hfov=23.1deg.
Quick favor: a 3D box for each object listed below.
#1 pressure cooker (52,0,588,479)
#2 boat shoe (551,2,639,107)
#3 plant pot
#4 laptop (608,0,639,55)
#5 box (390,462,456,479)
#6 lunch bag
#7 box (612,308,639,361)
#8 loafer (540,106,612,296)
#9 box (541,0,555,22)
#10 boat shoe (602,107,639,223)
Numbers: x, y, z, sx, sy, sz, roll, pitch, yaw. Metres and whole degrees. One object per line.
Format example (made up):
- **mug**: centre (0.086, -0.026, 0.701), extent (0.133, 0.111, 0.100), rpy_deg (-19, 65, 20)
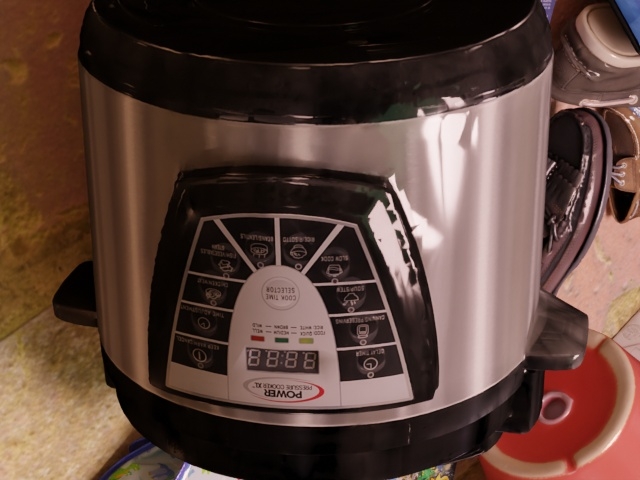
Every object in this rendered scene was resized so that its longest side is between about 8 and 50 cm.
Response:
- **pressure cooker**: centre (0.003, -0.002, 1.248), extent (0.375, 0.370, 0.420), rpy_deg (-17, 121, -31)
- **boat shoe**: centre (0.369, -0.202, 1.715), extent (0.335, 0.112, 0.095), rpy_deg (-6, 151, -40)
- **plant pot**: centre (0.303, 0.242, 1.774), extent (0.275, 0.275, 0.243), rpy_deg (-49, 134, -11)
- **laptop**: centre (0.393, -0.323, 1.630), extent (0.234, 0.136, 0.264), rpy_deg (0, 112, -44)
- **box**: centre (0.080, 0.265, 1.728), extent (0.159, 0.044, 0.233), rpy_deg (-11, 119, -40)
- **lunch bag**: centre (-0.137, 0.249, 1.472), extent (0.151, 0.096, 0.129), rpy_deg (-44, 136, -3)
- **box**: centre (0.476, 0.233, 2.004), extent (0.087, 0.169, 0.290), rpy_deg (-45, 135, -19)
- **loafer**: centre (0.220, 0.000, 1.674), extent (0.095, 0.109, 0.302), rpy_deg (4, 112, -41)
- **box**: centre (0.168, -0.189, 1.563), extent (0.136, 0.036, 0.225), rpy_deg (-7, 118, -42)
- **boat shoe**: centre (0.347, -0.086, 1.772), extent (0.066, 0.066, 0.183), rpy_deg (-42, 135, -16)
